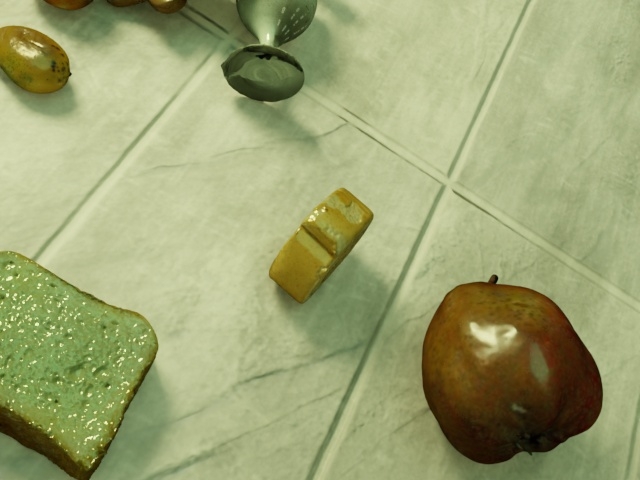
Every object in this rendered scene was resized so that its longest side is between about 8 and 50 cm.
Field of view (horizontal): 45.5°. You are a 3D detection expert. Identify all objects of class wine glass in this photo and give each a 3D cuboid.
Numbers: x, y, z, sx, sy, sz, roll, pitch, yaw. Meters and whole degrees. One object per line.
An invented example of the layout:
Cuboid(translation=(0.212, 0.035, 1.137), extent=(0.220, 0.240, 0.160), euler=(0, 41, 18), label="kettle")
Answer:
Cuboid(translation=(-0.068, -0.328, 1.118), extent=(0.126, 0.126, 0.241), euler=(16, 60, -16), label="wine glass")

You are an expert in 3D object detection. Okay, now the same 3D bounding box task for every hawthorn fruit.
Cuboid(translation=(0.225, 0.143, 0.944), extent=(0.208, 0.208, 0.248), euler=(10, 44, -19), label="hawthorn fruit")

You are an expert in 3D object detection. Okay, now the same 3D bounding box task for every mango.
Cuboid(translation=(-0.371, -0.232, 0.970), extent=(0.114, 0.057, 0.079), euler=(31, 58, 5), label="mango")

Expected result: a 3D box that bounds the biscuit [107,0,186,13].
Cuboid(translation=(-0.197, -0.401, 1.093), extent=(0.236, 0.039, 0.180), euler=(-8, 60, 3), label="biscuit")

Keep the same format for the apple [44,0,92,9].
Cuboid(translation=(-0.346, -0.371, 1.035), extent=(0.102, 0.099, 0.114), euler=(20, 85, -5), label="apple")

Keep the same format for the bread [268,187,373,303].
Cuboid(translation=(0.000, 0.000, 0.961), extent=(0.073, 0.122, 0.149), euler=(40, 53, 5), label="bread")

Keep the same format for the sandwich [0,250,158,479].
Cuboid(translation=(-0.292, 0.127, 0.790), extent=(0.214, 0.065, 0.186), euler=(30, 54, -6), label="sandwich")
